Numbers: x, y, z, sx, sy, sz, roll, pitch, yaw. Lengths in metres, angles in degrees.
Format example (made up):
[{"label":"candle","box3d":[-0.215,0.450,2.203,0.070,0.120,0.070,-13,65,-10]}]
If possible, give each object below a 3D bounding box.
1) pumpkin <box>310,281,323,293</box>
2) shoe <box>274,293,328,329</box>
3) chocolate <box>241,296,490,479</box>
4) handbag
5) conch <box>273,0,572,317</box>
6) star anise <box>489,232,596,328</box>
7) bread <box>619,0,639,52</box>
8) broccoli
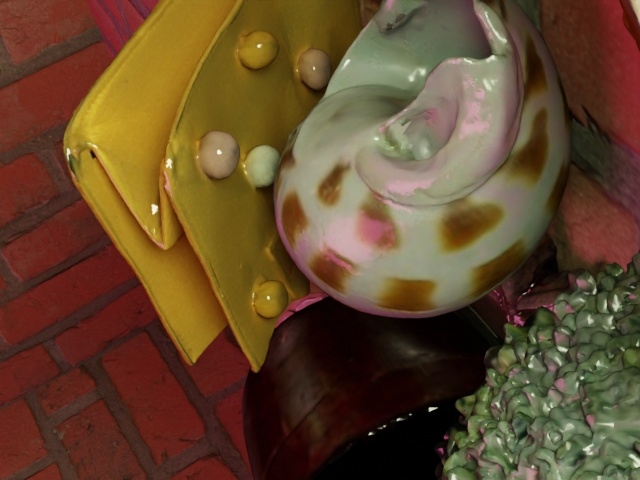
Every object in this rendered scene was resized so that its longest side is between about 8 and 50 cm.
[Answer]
[{"label":"pumpkin","box3d":[0.012,0.014,1.312,0.217,0.217,0.110,-172,63,-75]},{"label":"shoe","box3d":[0.014,0.187,1.872,0.198,0.172,0.351,40,159,52]},{"label":"chocolate","box3d":[0.077,0.235,1.340,0.331,0.384,0.383,-120,6,-57]},{"label":"handbag","box3d":[-0.053,-0.107,1.052,0.133,0.401,0.283,3,137,24]},{"label":"conch","box3d":[0.073,-0.061,0.900,0.368,0.197,0.249,-12,70,56]},{"label":"star anise","box3d":[0.197,0.051,1.011,0.212,0.073,0.197,58,171,-1]},{"label":"bread","box3d":[0.232,-0.149,0.508,0.345,0.242,0.405,62,-158,-24]},{"label":"broccoli","box3d":[0.243,0.160,0.714,0.281,0.348,0.293,56,-146,-20]}]
